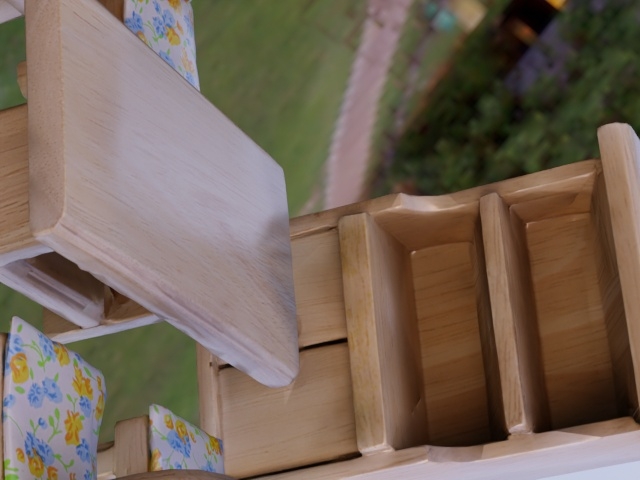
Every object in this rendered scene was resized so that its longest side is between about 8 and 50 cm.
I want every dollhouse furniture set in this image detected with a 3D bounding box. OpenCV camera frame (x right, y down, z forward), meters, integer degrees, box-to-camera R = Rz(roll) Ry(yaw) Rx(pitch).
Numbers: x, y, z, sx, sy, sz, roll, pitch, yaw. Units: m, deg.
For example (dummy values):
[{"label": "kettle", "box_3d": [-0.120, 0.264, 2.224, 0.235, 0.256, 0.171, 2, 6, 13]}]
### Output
[{"label": "dollhouse furniture set", "box_3d": [0.000, 0.000, 0.549, 0.161, 0.212, 0.242, -14, 155, 19]}]
